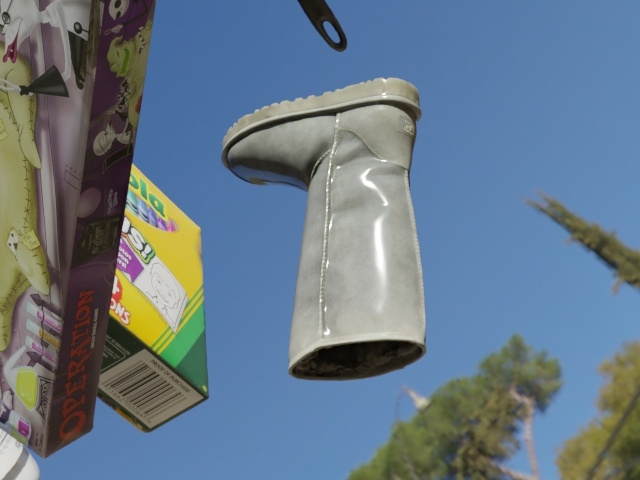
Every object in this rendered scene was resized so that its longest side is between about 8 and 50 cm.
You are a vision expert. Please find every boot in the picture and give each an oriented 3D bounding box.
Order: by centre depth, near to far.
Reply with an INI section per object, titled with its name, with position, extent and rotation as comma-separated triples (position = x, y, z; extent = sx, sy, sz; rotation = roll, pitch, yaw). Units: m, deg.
[boot]
position = -0.002, 0.000, 0.876
extent = 0.190, 0.208, 0.076
rotation = -17, -27, 39

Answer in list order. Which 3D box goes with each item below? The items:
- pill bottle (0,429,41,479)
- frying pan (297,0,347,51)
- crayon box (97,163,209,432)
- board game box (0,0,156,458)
[pill bottle]
position = -0.340, 0.186, 0.997
extent = 0.176, 0.176, 0.318
rotation = -38, -78, -13
[frying pan]
position = -0.049, -0.388, 1.468
extent = 0.326, 0.053, 0.197
rotation = 29, -66, -24
[crayon box]
position = -0.282, -0.002, 1.435
extent = 0.106, 0.313, 0.363
rotation = -31, -53, 18
[board game box]
position = -0.202, -0.061, 0.713
extent = 0.056, 0.208, 0.347
rotation = -26, -41, -47
